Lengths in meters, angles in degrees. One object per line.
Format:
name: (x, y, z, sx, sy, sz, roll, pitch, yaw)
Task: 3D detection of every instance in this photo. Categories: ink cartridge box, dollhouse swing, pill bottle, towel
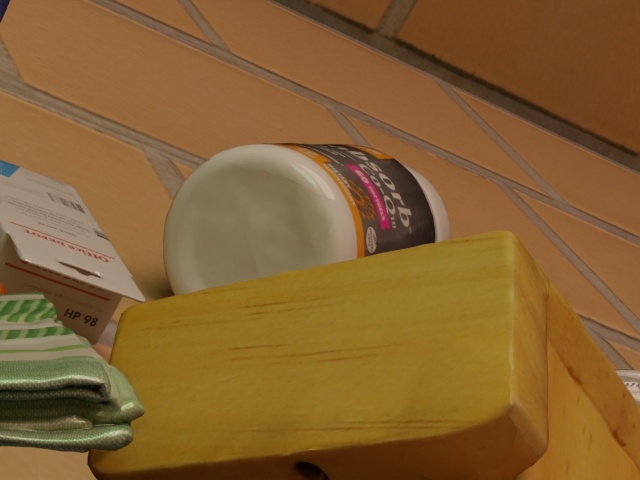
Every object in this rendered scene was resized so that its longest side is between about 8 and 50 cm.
ink cartridge box: (-0.202, 0.010, 1.374, 0.104, 0.060, 0.180, 22, 17, -33)
dollhouse swing: (0.050, 0.232, 0.802, 0.347, 0.315, 0.305, 53, 45, -28)
pill bottle: (0.000, 0.000, 1.603, 0.162, 0.162, 0.278, 35, 15, 17)
towel: (-0.221, 0.060, 0.860, 0.247, 0.038, 0.325, -2, 5, -14)

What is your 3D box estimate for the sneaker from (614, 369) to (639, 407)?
sneaker: (0.328, 0.205, 1.697, 0.262, 0.099, 0.121, 31, 19, 7)

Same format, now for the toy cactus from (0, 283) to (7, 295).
toy cactus: (-0.258, 0.022, 1.204, 0.219, 0.112, 0.180, 33, -4, 19)

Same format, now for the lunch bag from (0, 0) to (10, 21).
lunch bag: (-0.389, -0.141, 1.062, 0.327, 0.239, 0.385, -3, 27, -33)
